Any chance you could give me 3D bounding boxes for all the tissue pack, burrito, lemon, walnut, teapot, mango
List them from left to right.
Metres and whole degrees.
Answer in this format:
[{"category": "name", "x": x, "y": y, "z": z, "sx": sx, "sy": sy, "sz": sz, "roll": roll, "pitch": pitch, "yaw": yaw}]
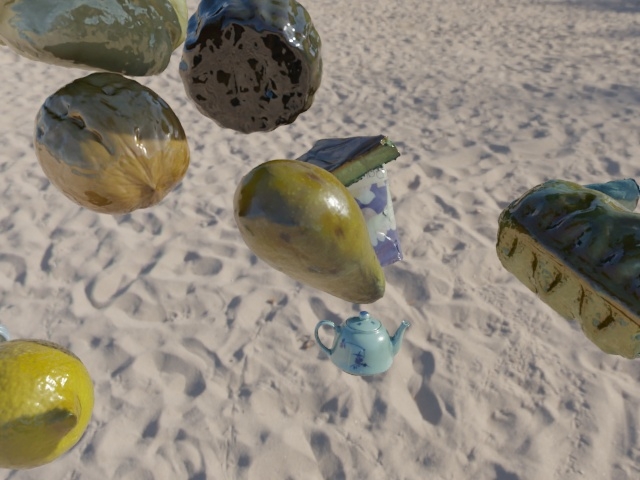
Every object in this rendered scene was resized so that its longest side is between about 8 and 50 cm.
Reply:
[{"category": "lemon", "x": -0.437, "y": 0.236, "z": 0.752, "sx": 0.244, "sy": 0.187, "sz": 0.187, "roll": -2, "pitch": 27, "yaw": 32}, {"category": "walnut", "x": -0.293, "y": -0.133, "z": 0.725, "sx": 0.221, "sy": 0.195, "sz": 0.195, "roll": 38, "pitch": 46, "yaw": 28}, {"category": "mango", "x": -0.004, "y": -0.006, "z": 0.825, "sx": 0.175, "sy": 0.329, "sz": 0.177, "roll": -39, "pitch": 53, "yaw": 9}, {"category": "tissue pack", "x": 0.093, "y": -0.076, "z": 1.514, "sx": 0.242, "sy": 0.344, "sz": 0.125, "roll": -16, "pitch": 11, "yaw": -15}, {"category": "teapot", "x": 0.099, "y": 0.241, "z": 1.259, "sx": 0.231, "sy": 0.159, "sz": 0.159, "roll": 3, "pitch": 33, "yaw": 1}, {"category": "burrito", "x": 0.467, "y": -0.059, "z": 0.978, "sx": 0.228, "sy": 0.144, "sz": 0.089, "roll": -9, "pitch": 72, "yaw": 3}]

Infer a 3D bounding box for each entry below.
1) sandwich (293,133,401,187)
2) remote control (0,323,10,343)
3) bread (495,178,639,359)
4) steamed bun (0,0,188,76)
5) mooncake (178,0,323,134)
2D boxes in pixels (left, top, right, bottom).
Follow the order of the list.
[{"category": "sandwich", "x": 0.039, "y": -0.200, "z": 1.217, "sx": 0.244, "sy": 0.063, "sz": 0.212, "roll": -29, "pitch": 34, "yaw": 2}, {"category": "remote control", "x": -0.815, "y": 0.203, "z": 1.111, "sx": 0.244, "sy": 0.087, "sz": 0.047, "roll": 17, "pitch": 28, "yaw": -34}, {"category": "bread", "x": 0.264, "y": 0.015, "z": 0.512, "sx": 0.087, "sy": 0.128, "sz": 0.232, "roll": 26, "pitch": 15, "yaw": -28}, {"category": "steamed bun", "x": -0.396, "y": -0.406, "z": 0.779, "sx": 0.372, "sy": 0.231, "sz": 0.324, "roll": 30, "pitch": 38, "yaw": 19}, {"category": "mooncake", "x": -0.136, "y": -0.355, "z": 1.026, "sx": 0.290, "sy": 0.291, "sz": 0.161, "roll": -1, "pitch": 48, "yaw": -3}]
